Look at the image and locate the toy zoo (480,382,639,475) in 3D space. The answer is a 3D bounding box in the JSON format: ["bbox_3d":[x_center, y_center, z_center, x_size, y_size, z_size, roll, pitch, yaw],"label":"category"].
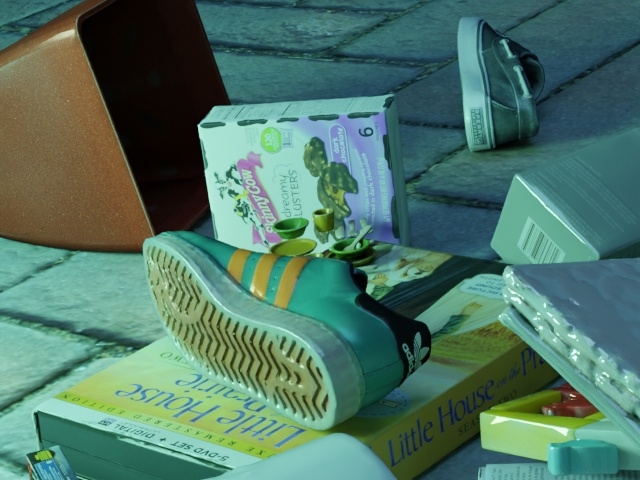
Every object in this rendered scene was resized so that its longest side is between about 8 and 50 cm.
[{"bbox_3d":[0.254,0.130,1.371,0.192,0.030,0.293,2,8,41],"label":"toy zoo"}]

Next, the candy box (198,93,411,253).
[{"bbox_3d":[-0.015,-0.057,1.880,0.196,0.165,0.070,-3,20,13],"label":"candy box"}]

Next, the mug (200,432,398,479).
[{"bbox_3d":[-0.072,0.313,0.871,0.328,0.276,0.374,-19,54,-14],"label":"mug"}]

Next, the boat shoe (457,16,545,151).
[{"bbox_3d":[0.222,-0.198,2.245,0.102,0.108,0.301,-6,24,5],"label":"boat shoe"}]

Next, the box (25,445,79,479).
[{"bbox_3d":[-0.169,0.221,1.258,0.027,0.137,0.094,-14,21,-17],"label":"box"}]

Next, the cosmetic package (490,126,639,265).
[{"bbox_3d":[0.295,-0.025,1.731,0.238,0.107,0.127,-17,51,-32],"label":"cosmetic package"}]

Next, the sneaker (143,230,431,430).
[{"bbox_3d":[-0.031,0.061,1.506,0.121,0.108,0.302,-20,31,-31],"label":"sneaker"}]

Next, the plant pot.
[{"bbox_3d":[-0.269,-0.136,2.075,0.236,0.267,0.267,-11,18,25],"label":"plant pot"}]

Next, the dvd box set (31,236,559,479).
[{"bbox_3d":[0.008,0.113,1.579,0.308,0.062,0.420,11,28,41],"label":"dvd box set"}]

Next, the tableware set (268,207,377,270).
[{"bbox_3d":[0.000,0.000,1.765,0.104,0.024,0.154,-9,20,1],"label":"tableware set"}]

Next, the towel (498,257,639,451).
[{"bbox_3d":[0.324,0.116,1.249,0.317,0.053,0.332,-3,35,-40],"label":"towel"}]

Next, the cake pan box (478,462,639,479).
[{"bbox_3d":[0.223,0.225,1.213,0.246,0.070,0.267,-3,22,7],"label":"cake pan box"}]
